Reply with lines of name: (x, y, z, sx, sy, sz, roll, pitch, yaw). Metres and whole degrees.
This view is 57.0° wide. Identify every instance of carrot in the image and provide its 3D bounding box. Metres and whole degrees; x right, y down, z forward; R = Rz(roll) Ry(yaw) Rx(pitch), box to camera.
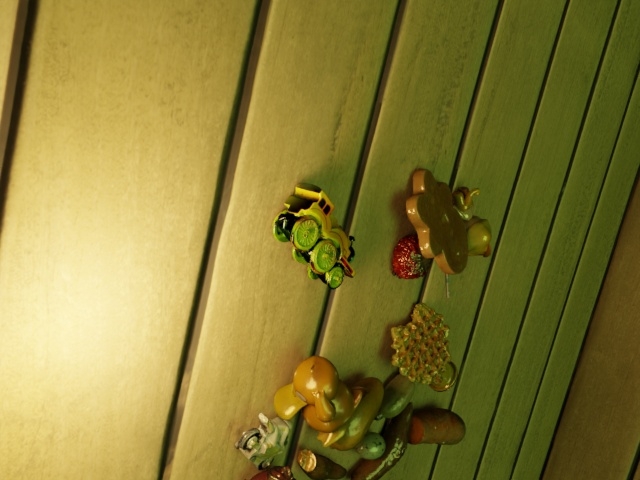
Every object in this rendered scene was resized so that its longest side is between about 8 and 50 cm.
carrot: (0.416, 0.677, 2.145, 0.301, 0.138, 0.139, 20, 92, -49)

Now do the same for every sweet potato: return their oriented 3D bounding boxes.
sweet potato: (0.004, 0.678, 1.748, 0.077, 0.077, 0.244, -57, 137, -13)
sweet potato: (0.231, 0.704, 1.990, 0.341, 0.092, 0.114, -46, 117, -24)

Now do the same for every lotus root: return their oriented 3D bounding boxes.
lotus root: (0.238, 0.515, 1.921, 0.183, 0.090, 0.077, -41, 159, -25)

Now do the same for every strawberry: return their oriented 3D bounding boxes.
strawberry: (0.281, 0.055, 1.779, 0.145, 0.086, 0.145, -21, 120, -42)

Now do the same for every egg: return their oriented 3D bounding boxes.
egg: (0.160, 0.664, 1.903, 0.110, 0.085, 0.085, -5, 110, -37)

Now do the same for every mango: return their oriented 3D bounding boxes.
mango: (0.099, 0.500, 1.728, 0.262, 0.130, 0.167, -36, 154, -51)

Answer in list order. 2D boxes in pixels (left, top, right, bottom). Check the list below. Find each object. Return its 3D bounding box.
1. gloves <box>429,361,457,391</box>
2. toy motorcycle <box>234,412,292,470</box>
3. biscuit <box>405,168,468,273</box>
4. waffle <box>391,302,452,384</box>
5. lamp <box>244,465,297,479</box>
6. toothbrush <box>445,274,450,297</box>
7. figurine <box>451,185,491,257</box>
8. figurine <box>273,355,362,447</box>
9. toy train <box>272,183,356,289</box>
gloves: (0.350, 0.399, 2.003, 0.294, 0.116, 0.133, 43, 46, -37)
toy motorcycle: (-0.136, 0.515, 1.528, 0.151, 0.074, 0.229, -39, 143, -19)
biscuit: (0.356, -0.045, 1.780, 0.355, 0.052, 0.275, 47, 48, -38)
waffle: (0.327, 0.331, 1.907, 0.291, 0.051, 0.291, 11, 71, -36)
lamp: (-0.137, 0.717, 1.559, 0.180, 0.180, 0.258, 4, 101, -47)
toothbrush: (0.438, 0.129, 2.030, 0.014, 0.011, 0.167, -37, 130, -37)
figurine: (0.494, -0.053, 1.941, 0.156, 0.131, 0.246, -35, 115, -27)
figurine: (0.000, 0.410, 1.552, 0.228, 0.215, 0.215, 34, 80, -36)
toy train: (0.000, 0.000, 1.447, 0.161, 0.100, 0.296, -55, 137, -18)
